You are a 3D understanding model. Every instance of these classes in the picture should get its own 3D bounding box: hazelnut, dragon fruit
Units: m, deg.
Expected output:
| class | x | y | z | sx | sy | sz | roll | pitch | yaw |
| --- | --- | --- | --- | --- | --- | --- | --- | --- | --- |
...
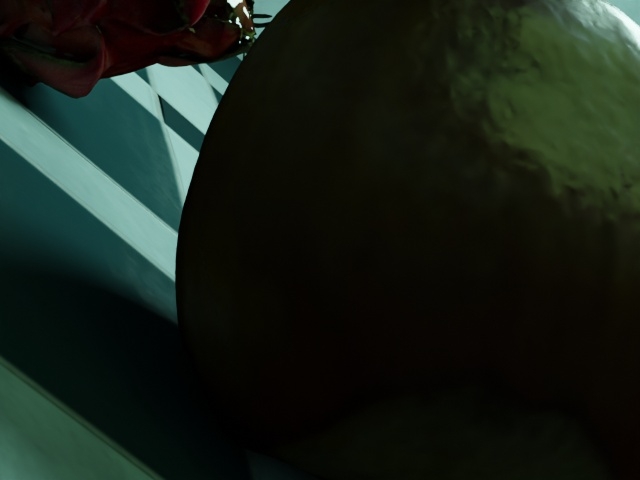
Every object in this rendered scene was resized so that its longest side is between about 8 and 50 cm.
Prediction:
| class | x | y | z | sx | sy | sz | roll | pitch | yaw |
| --- | --- | --- | --- | --- | --- | --- | --- | --- | --- |
| hazelnut | 0.079 | 0.004 | 1.048 | 0.366 | 0.366 | 0.366 | 43 | 8 | -8 |
| dragon fruit | -0.172 | -0.209 | 1.323 | 0.293 | 0.234 | 0.234 | 38 | 9 | -10 |
